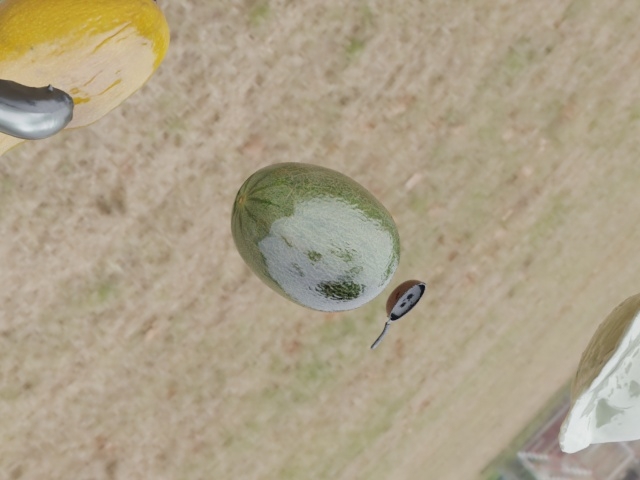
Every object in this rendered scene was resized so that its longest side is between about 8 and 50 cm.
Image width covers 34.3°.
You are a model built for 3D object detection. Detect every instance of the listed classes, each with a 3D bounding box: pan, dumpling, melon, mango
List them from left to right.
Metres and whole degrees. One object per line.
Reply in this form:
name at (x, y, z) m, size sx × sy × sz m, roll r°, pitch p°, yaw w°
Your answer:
mango at (-0.338, -0.214, 1.260) m, size 0.359 × 0.187 × 0.144 m, roll -30°, pitch 166°, yaw -30°
melon at (0.000, 0.000, 0.856) m, size 0.167 × 0.114 × 0.114 m, roll 32°, pitch 105°, yaw -40°
pan at (0.096, 0.095, 1.383) m, size 0.115 × 0.023 × 0.068 m, roll -53°, pitch 156°, yaw 8°
dumpling at (0.334, 0.116, 1.078) m, size 0.252 × 0.131 × 0.179 m, roll -27°, pitch 141°, yaw -23°

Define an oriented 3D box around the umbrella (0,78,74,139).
umbrella at (-0.247, -0.104, 0.519) m, size 0.071 × 0.248 × 0.071 m, roll -160°, pitch -90°, yaw -86°
